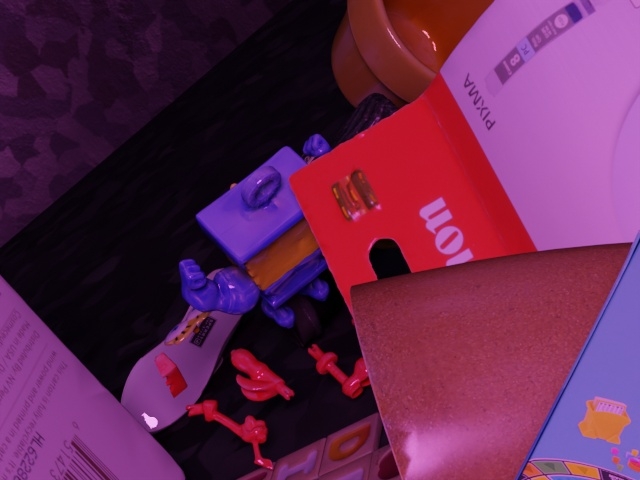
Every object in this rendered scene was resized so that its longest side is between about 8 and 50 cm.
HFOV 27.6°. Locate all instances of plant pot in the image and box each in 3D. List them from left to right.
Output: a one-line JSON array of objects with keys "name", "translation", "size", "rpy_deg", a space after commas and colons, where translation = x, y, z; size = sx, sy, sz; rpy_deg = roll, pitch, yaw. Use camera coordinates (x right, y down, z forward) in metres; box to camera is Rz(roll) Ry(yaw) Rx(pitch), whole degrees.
[{"name": "plant pot", "translation": [0.131, -0.262, 1.636], "size": [0.254, 0.254, 0.239], "rpy_deg": [-47, 7, -25]}, {"name": "plant pot", "translation": [0.175, 0.095, 0.785], "size": [0.254, 0.237, 0.237], "rpy_deg": [-21, 21, 5]}]

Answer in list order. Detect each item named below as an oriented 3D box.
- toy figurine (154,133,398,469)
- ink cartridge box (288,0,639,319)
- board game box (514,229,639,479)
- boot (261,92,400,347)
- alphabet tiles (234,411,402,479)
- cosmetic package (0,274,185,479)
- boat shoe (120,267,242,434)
[{"name": "toy figurine", "translation": [0.000, 0.000, 1.163], "size": [0.362, 0.217, 0.191], "rpy_deg": [-37, 56, -13]}, {"name": "ink cartridge box", "translation": [0.175, -0.035, 0.954], "size": [0.385, 0.308, 0.091], "rpy_deg": [-31, -24, 13]}, {"name": "board game box", "translation": [0.189, 0.171, 0.538], "size": [0.254, 0.079, 0.336], "rpy_deg": [24, 49, 17]}, {"name": "boot", "translation": [0.022, -0.038, 1.446], "size": [0.260, 0.131, 0.348], "rpy_deg": [-37, 19, 1]}, {"name": "alphabet tiles", "translation": [-0.058, 0.270, 1.060], "size": [0.342, 0.011, 0.285], "rpy_deg": [-29, 21, 23]}, {"name": "cosmetic package", "translation": [-0.389, 0.277, 1.121], "size": [0.393, 0.327, 0.329], "rpy_deg": [-33, 20, 20]}, {"name": "boat shoe", "translation": [-0.146, 0.132, 1.454], "size": [0.219, 0.078, 0.070], "rpy_deg": [-54, -8, -28]}]
